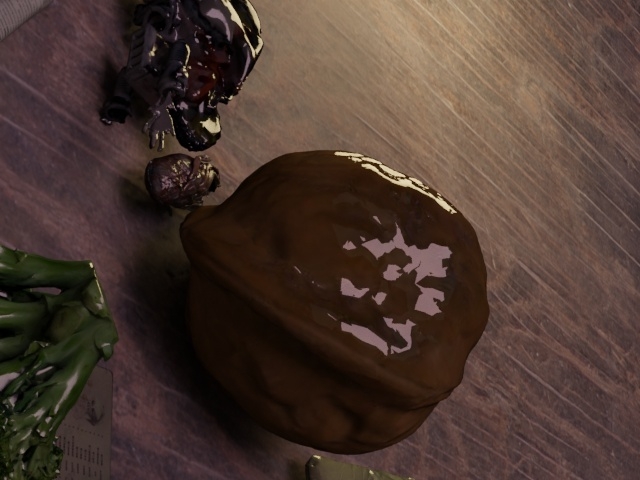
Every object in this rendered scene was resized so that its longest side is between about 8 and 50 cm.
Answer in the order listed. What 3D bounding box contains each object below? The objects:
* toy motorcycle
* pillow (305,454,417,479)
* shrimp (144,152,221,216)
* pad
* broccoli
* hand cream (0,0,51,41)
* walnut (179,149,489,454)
[{"bbox_3d":[-0.178,-0.218,2.147,0.207,0.134,0.401,51,38,-30],"label":"toy motorcycle"},{"bbox_3d":[0.074,0.434,2.284,0.274,0.076,0.280,23,52,-53],"label":"pillow"},{"bbox_3d":[-0.164,-0.071,2.151,0.190,0.075,0.073,2,78,-75],"label":"shrimp"},{"bbox_3d":[-0.281,0.246,1.900,0.159,0.009,0.265,28,54,-49],"label":"pad"},{"bbox_3d":[-0.313,0.111,1.710,0.269,0.242,0.261,-112,178,-49],"label":"broccoli"},{"bbox_3d":[-0.364,-0.256,1.978,0.194,0.042,0.067,-45,122,-48],"label":"hand cream"},{"bbox_3d":[0.019,0.066,2.121,0.384,0.384,0.383,29,53,-47],"label":"walnut"}]
